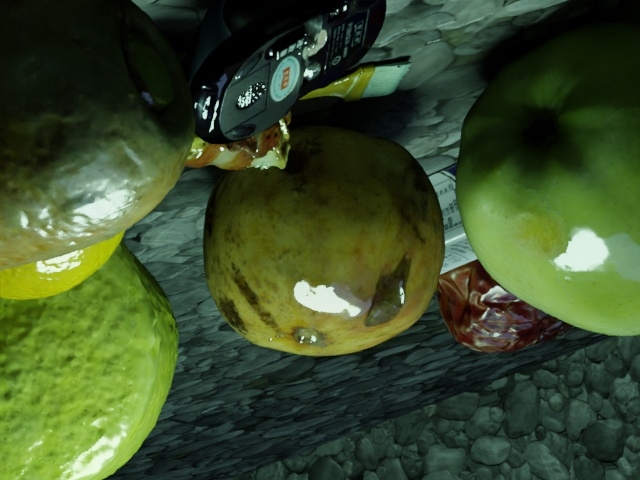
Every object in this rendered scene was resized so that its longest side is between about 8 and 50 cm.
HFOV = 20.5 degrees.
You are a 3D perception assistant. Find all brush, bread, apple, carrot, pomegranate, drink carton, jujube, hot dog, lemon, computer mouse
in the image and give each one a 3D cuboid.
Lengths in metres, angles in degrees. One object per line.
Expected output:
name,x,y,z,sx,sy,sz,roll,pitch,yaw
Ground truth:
brush,-0.011,-0.159,1.885,0.218,0.010,0.082,-10,163,-18
bread,-0.329,0.131,1.965,0.348,0.348,0.308,-18,169,3
apple,0.325,-0.070,1.946,0.357,0.357,0.357,-16,163,-5
carrot,-0.281,-0.080,1.505,0.341,0.224,0.224,-22,163,21
pomegranate,0.000,0.000,1.985,0.281,0.281,0.281,-16,163,-5
drink carton,0.201,-0.039,2.322,0.222,0.102,0.134,-24,164,23
jujube,0.320,0.040,2.518,0.342,0.216,0.216,-10,162,-29
hot dog,-0.105,-0.128,1.696,0.213,0.146,0.103,-6,125,-55
lemon,-0.279,-0.035,1.720,0.244,0.187,0.187,-33,158,32
computer mouse,-0.044,-0.181,1.595,0.233,0.096,0.137,-34,158,-32
